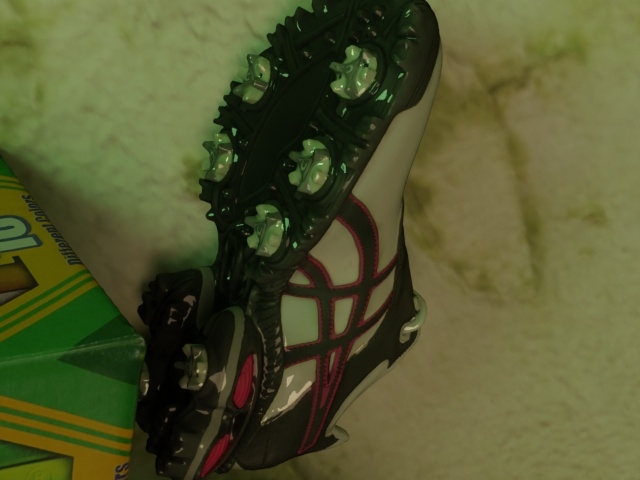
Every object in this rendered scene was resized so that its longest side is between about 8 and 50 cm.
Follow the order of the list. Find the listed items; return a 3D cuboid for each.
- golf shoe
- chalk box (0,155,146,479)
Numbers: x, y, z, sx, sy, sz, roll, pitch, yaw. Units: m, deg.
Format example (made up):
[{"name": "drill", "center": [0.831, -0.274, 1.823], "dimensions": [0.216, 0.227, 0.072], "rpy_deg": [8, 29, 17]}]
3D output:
[{"name": "golf shoe", "center": [0.000, 0.000, 0.619], "dimensions": [0.120, 0.105, 0.272], "rpy_deg": [7, 126, -32]}, {"name": "chalk box", "center": [-0.242, 0.088, 0.512], "dimensions": [0.289, 0.179, 0.180], "rpy_deg": [-10, 124, -31]}]
